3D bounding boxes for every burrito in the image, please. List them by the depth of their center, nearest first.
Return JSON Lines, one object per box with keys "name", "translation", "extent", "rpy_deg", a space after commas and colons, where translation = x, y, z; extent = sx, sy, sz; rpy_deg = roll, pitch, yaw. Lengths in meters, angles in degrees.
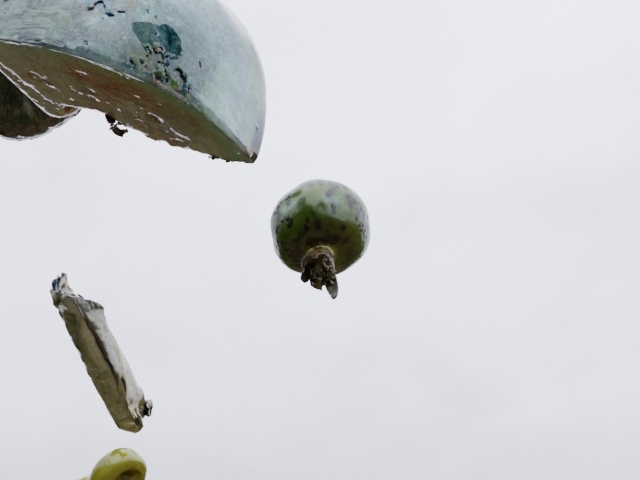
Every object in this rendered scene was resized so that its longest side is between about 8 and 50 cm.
{"name": "burrito", "translation": [-0.208, 0.109, 1.284], "extent": [0.042, 0.051, 0.171], "rpy_deg": [-19, -69, 4]}

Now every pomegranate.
{"name": "pomegranate", "translation": [0.000, 0.000, 1.575], "extent": [0.122, 0.161, 0.122], "rpy_deg": [-1, -45, -1]}

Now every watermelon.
{"name": "watermelon", "translation": [-0.195, -0.207, 1.247], "extent": [0.321, 0.175, 0.188], "rpy_deg": [14, -17, 19]}

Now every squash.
{"name": "squash", "translation": [-0.431, -0.251, 1.969], "extent": [0.218, 0.218, 0.172], "rpy_deg": [13, -13, -8]}

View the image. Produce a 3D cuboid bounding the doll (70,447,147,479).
{"name": "doll", "translation": [-0.301, 0.395, 1.281], "extent": [0.348, 0.161, 0.423], "rpy_deg": [-22, -41, -23]}
